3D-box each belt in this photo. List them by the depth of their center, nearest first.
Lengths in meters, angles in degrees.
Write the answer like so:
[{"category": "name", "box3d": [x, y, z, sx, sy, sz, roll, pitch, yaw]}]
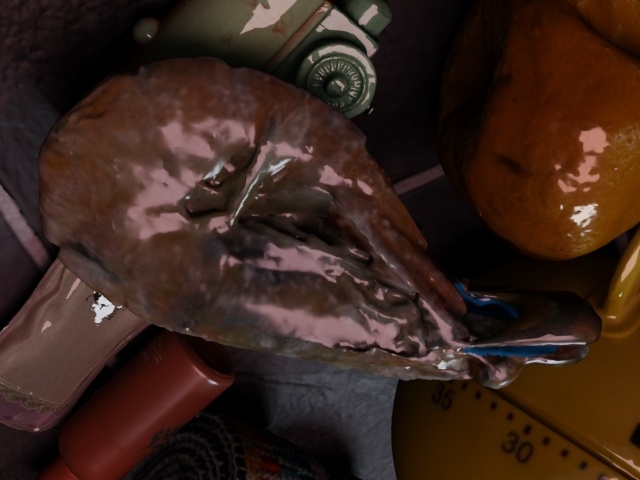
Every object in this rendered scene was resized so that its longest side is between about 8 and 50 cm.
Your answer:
[{"category": "belt", "box3d": [-0.132, 0.292, 1.303, 0.160, 0.207, 0.295, 27, 129, -35]}]

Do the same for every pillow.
[{"category": "pillow", "box3d": [-0.233, 0.089, 1.228, 0.232, 0.038, 0.130, -44, 130, 15]}]

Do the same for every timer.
[{"category": "timer", "box3d": [0.258, 0.143, 1.234, 0.376, 0.376, 0.387, 37, 88, -33]}]

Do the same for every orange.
[{"category": "orange", "box3d": [0.198, -0.096, 1.095, 0.183, 0.249, 0.249, 12, 121, -11]}]

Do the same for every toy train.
[{"category": "toy train", "box3d": [-0.079, -0.121, 1.089, 0.177, 0.116, 0.285, 38, 110, -21]}]

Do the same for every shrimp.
[{"category": "shrimp", "box3d": [0.000, 0.000, 1.036, 0.445, 0.110, 0.221, 20, 111, -5]}]

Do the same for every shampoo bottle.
[{"category": "shampoo bottle", "box3d": [-0.189, 0.177, 1.279, 0.244, 0.085, 0.085, -43, 125, 17]}]

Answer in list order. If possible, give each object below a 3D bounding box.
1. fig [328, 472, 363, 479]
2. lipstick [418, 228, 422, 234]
[{"category": "fig", "box3d": [0.004, 0.289, 1.399, 0.128, 0.128, 0.150, -34, 87, 9]}, {"category": "lipstick", "box3d": [0.046, -0.012, 1.241, 0.116, 0.037, 0.037, 13, 120, -28]}]
